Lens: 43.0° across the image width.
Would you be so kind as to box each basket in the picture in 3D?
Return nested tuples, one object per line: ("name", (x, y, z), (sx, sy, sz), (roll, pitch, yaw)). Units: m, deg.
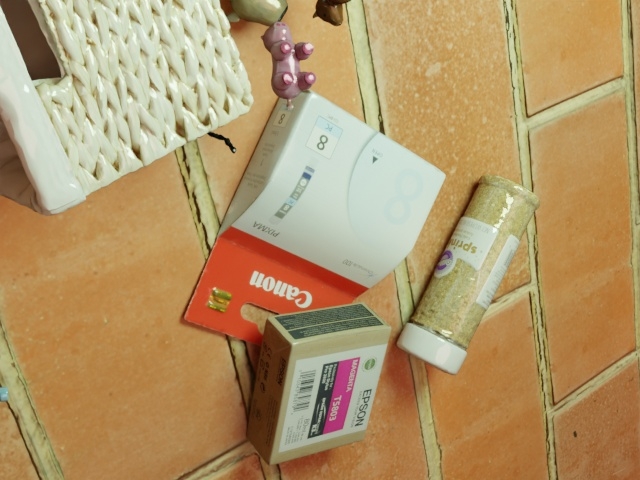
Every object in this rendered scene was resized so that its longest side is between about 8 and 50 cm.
("basket", (-0.290, -0.241, 0.854), (0.267, 0.331, 0.328), (-31, 119, -27))

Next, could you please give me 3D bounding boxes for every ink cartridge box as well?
("ink cartridge box", (-0.004, 0.229, 1.312), (0.193, 0.088, 0.234), (-6, 118, -32))
("ink cartridge box", (0.000, 0.000, 1.277), (0.308, 0.091, 0.384), (26, 87, -37))

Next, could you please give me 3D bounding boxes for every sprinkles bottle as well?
("sprinkles bottle", (0.267, 0.061, 1.464), (0.121, 0.121, 0.355), (31, 84, -37))

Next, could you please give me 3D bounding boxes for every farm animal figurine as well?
("farm animal figurine", (-0.116, -0.330, 1.059), (0.330, 0.172, 0.326), (-44, 109, -21))

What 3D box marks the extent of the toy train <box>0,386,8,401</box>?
("toy train", (-0.464, 0.211, 0.989), (0.166, 0.125, 0.046), (-6, 78, -27))
